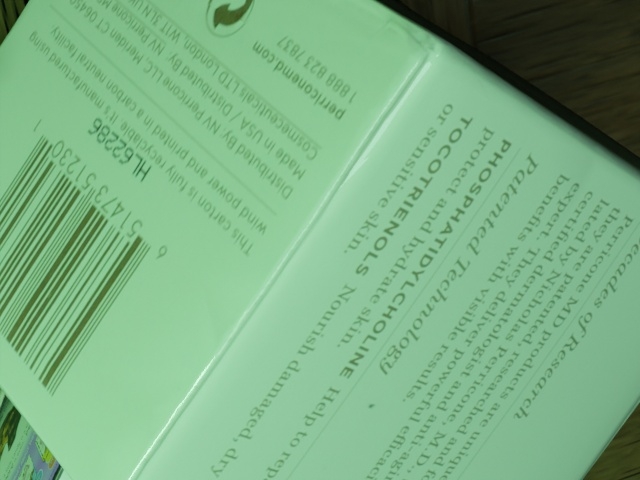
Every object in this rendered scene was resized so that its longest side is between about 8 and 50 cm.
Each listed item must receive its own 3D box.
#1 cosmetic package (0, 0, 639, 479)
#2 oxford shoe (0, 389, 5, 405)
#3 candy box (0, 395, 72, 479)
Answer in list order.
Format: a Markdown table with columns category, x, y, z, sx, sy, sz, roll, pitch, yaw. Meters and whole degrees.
| category | x | y | z | sx | sy | sz | roll | pitch | yaw |
| --- | --- | --- | --- | --- | --- | --- | --- | --- | --- |
| cosmetic package | 0.000 | 0.000 | 1.175 | 0.394 | 0.329 | 0.327 | 24 | 103 | -48 |
| oxford shoe | -0.348 | 0.212 | 1.311 | 0.169 | 0.130 | 0.449 | 14 | 110 | -30 |
| candy box | -0.197 | 0.162 | 1.304 | 0.070 | 0.196 | 0.165 | 19 | 105 | -26 |
